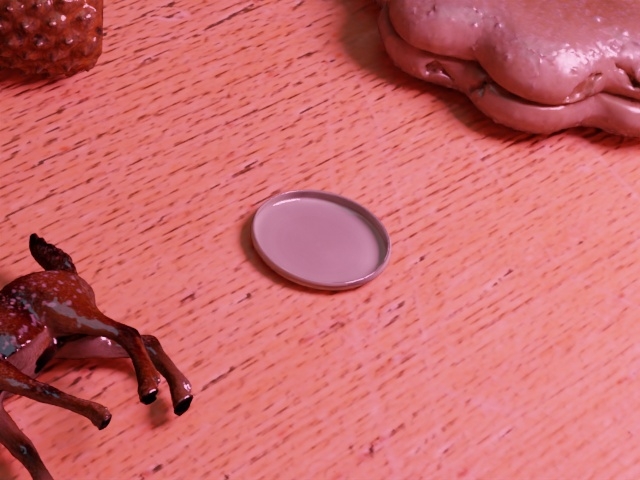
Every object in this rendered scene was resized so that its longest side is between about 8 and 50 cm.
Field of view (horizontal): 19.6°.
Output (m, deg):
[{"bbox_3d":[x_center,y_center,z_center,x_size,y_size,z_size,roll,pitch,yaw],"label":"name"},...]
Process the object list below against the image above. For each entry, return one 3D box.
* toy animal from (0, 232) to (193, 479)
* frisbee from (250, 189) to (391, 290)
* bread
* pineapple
[{"bbox_3d":[-0.238,0.074,1.214,0.260,0.087,0.243,31,28,22],"label":"toy animal"},{"bbox_3d":[0.000,0.000,1.408,0.110,0.014,0.110,9,41,-8],"label":"frisbee"},{"bbox_3d":[0.164,-0.186,1.611,0.337,0.102,0.183,30,41,19],"label":"bread"},{"bbox_3d":[-0.313,-0.193,1.455,0.277,0.130,0.119,-2,29,-17],"label":"pineapple"}]
